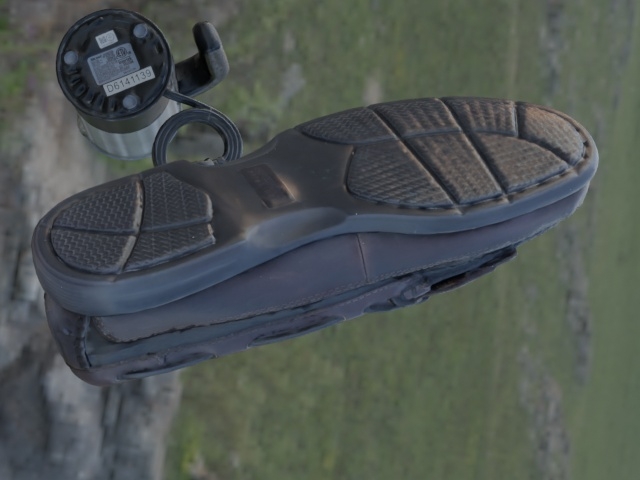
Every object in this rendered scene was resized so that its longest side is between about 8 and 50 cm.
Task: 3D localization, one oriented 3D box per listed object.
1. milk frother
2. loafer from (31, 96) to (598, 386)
[{"bbox_3d":[-0.125,-0.088,1.198,0.135,0.129,0.143,97,-13,-80],"label":"milk frother"},{"bbox_3d":[0.000,0.000,0.842,0.109,0.303,0.095,-120,-157,-45],"label":"loafer"}]
